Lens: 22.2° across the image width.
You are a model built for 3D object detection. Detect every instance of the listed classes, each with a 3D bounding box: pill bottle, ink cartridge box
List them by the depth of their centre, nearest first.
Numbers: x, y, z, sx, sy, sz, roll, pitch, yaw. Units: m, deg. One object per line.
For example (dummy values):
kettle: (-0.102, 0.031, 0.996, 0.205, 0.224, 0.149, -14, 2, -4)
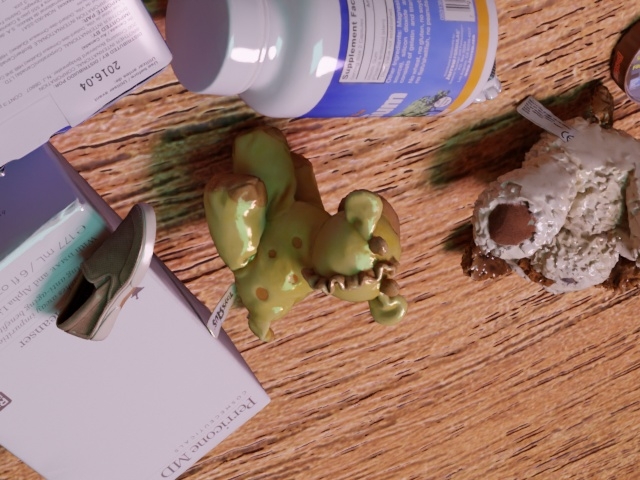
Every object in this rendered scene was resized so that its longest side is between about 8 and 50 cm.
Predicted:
ink cartridge box: (-0.293, -0.183, 1.209, 0.270, 0.151, 0.395, -33, 139, -4)
pill bottle: (0.008, -0.182, 1.430, 0.272, 0.152, 0.152, -4, 130, -34)

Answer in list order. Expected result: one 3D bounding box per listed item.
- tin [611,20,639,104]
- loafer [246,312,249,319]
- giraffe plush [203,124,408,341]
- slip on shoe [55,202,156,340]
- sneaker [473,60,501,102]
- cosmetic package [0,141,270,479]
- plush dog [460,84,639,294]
tin: (0.402, -0.214, 1.782, 0.190, 0.040, 0.106, -21, 142, -19)
loafer: (-0.050, 0.031, 1.692, 0.125, 0.039, 0.045, -60, 179, 26)
giraffe plush: (0.000, 0.000, 1.523, 0.170, 0.210, 0.181, -3, 148, 28)
slip on shoe: (-0.177, 0.025, 1.347, 0.041, 0.051, 0.135, 12, 125, -31)
sneaker: (0.104, -0.170, 1.598, 0.166, 0.065, 0.076, -14, 119, -30)
cosmetic package: (-0.233, 0.086, 1.511, 0.217, 0.156, 0.385, -40, 140, 0)
plush dog: (0.277, -0.026, 1.796, 0.262, 0.210, 0.225, 8, 143, -8)
